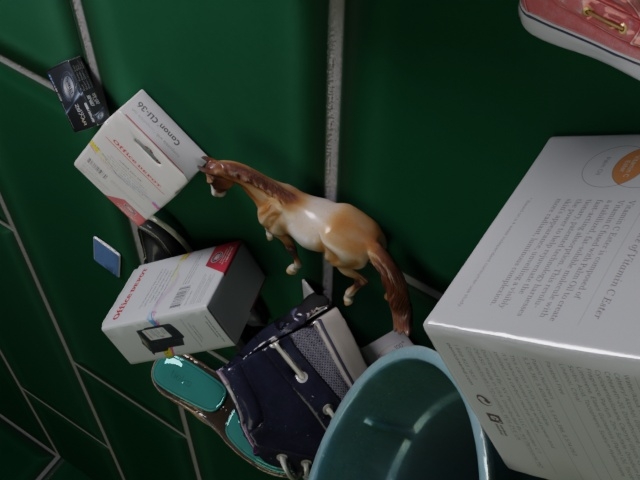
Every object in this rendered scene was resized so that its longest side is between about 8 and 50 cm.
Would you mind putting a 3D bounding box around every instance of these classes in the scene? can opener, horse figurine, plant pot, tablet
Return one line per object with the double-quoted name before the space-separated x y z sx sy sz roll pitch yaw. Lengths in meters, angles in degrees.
"can opener" -0.104 0.140 1.311 0.073 0.059 0.186 16 143 34
"horse figurine" 0.000 0.000 0.998 0.263 0.066 0.174 28 155 23
"plant pot" 0.195 0.305 0.886 0.334 0.341 0.341 17 158 -21
"tablet" -0.342 0.027 1.479 0.054 0.006 0.083 35 151 6

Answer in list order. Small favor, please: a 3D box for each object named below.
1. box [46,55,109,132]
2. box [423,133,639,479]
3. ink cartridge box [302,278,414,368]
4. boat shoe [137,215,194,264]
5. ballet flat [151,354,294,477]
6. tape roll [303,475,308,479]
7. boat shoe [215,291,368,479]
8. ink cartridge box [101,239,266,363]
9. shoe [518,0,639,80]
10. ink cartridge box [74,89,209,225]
"box" -0.293 -0.175 1.109 0.067 0.018 0.083 -3 114 51
"box" 0.282 0.055 0.603 0.345 0.215 0.168 5 136 46
"ink cartridge box" 0.077 0.207 1.198 0.261 0.066 0.296 51 160 32
"boat shoe" -0.217 0.057 1.309 0.084 0.079 0.233 26 147 25
"ballet flat" -0.140 0.284 1.535 0.316 0.107 0.106 35 171 18
"tape roll" -0.003 0.269 1.284 0.219 0.072 0.219 53 161 27
"boat shoe" 0.011 0.244 1.060 0.340 0.158 0.127 61 164 2
"ink cartridge box" -0.175 0.080 1.186 0.175 0.127 0.072 -13 125 30
"shoe" 0.202 -0.148 0.563 0.178 0.063 0.081 27 154 28
"ink cartridge box" -0.208 -0.099 1.092 0.115 0.067 0.198 46 152 -11
